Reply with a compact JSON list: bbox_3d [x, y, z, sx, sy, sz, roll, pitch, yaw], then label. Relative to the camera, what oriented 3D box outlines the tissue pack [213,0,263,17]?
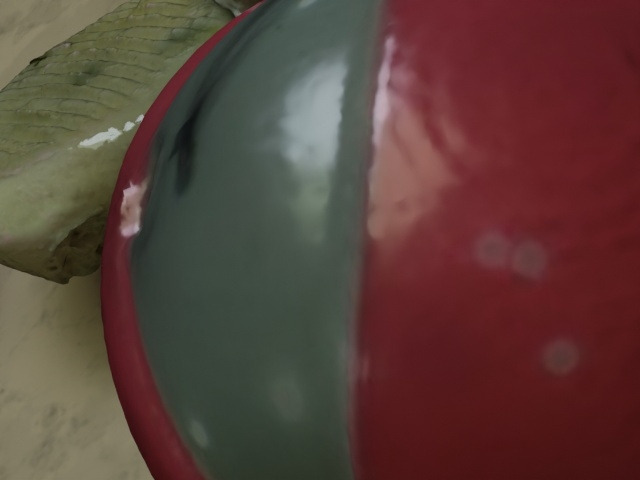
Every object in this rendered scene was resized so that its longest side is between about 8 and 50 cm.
[{"bbox_3d":[-0.032,-0.300,0.981,0.266,0.194,0.356,-24,43,-22],"label":"tissue pack"}]

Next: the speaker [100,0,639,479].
[{"bbox_3d":[0.064,0.014,0.658,0.294,0.294,0.294,-24,42,24],"label":"speaker"}]

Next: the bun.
[{"bbox_3d":[-0.097,-0.058,0.972,0.210,0.116,0.237,-5,38,43],"label":"bun"}]
